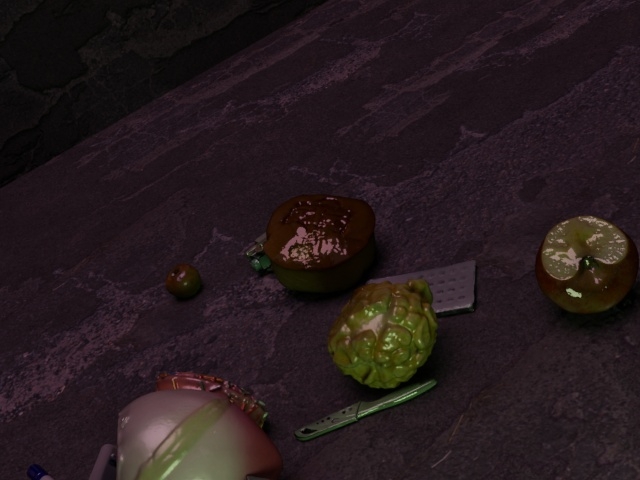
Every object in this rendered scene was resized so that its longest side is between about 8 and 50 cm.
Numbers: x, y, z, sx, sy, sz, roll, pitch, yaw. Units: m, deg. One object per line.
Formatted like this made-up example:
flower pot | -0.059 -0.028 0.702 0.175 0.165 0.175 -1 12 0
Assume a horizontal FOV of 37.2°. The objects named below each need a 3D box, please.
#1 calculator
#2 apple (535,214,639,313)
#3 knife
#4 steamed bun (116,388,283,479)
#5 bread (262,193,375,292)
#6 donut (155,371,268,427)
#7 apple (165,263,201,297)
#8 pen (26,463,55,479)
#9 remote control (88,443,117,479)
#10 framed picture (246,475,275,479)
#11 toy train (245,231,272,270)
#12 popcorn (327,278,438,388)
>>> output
calculator | 0.207 0.116 2.039 0.261 0.021 0.161 -12 33 19
apple | 0.505 0.054 1.796 0.195 0.160 0.173 -24 27 4
knife | 0.085 0.321 1.815 0.293 0.020 0.043 -24 33 3
steamed bun | -0.207 0.399 1.658 0.309 0.309 0.309 -17 32 11
bread | 0.000 0.000 2.200 0.270 0.148 0.270 -7 43 7
donut | -0.230 0.328 1.857 0.233 0.199 0.085 -4 54 33
apple | -0.345 0.102 2.382 0.089 0.074 0.089 -19 32 13
pen | -0.524 0.516 1.919 0.033 0.033 0.269 -41 36 -25
remote control | -0.382 0.498 1.704 0.055 0.109 0.313 -55 14 36
framed picture | 0.002 0.480 1.502 0.017 0.217 0.274 -64 24 18
toy train | -0.105 0.005 2.370 0.194 0.081 0.125 -36 23 -17
popcorn | 0.122 0.176 1.843 0.235 0.181 0.217 -35 22 51
